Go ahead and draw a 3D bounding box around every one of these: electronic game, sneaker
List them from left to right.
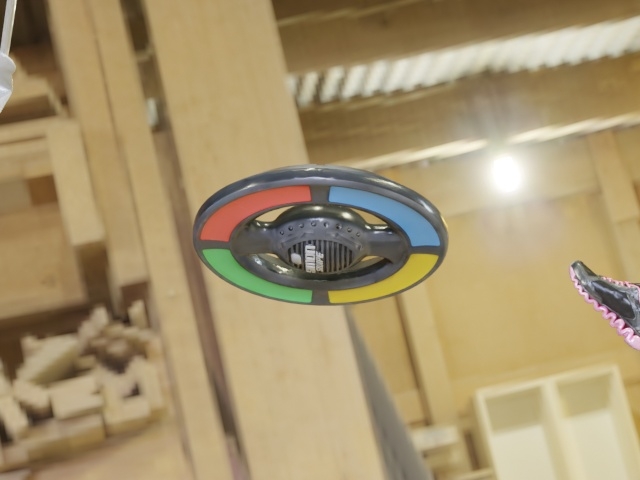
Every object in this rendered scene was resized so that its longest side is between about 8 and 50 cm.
[{"bbox_3d":[0.000,0.000,1.416,0.229,0.048,0.229,2,-29,1],"label":"electronic game"},{"bbox_3d":[0.313,0.058,1.658,0.057,0.119,0.047,-48,-14,17],"label":"sneaker"}]

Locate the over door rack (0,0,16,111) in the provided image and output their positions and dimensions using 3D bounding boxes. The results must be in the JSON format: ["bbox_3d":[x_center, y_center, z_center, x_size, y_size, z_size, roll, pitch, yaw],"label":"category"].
[{"bbox_3d":[-0.292,-0.257,1.086,0.239,0.108,0.324,27,-47,1],"label":"over door rack"}]
